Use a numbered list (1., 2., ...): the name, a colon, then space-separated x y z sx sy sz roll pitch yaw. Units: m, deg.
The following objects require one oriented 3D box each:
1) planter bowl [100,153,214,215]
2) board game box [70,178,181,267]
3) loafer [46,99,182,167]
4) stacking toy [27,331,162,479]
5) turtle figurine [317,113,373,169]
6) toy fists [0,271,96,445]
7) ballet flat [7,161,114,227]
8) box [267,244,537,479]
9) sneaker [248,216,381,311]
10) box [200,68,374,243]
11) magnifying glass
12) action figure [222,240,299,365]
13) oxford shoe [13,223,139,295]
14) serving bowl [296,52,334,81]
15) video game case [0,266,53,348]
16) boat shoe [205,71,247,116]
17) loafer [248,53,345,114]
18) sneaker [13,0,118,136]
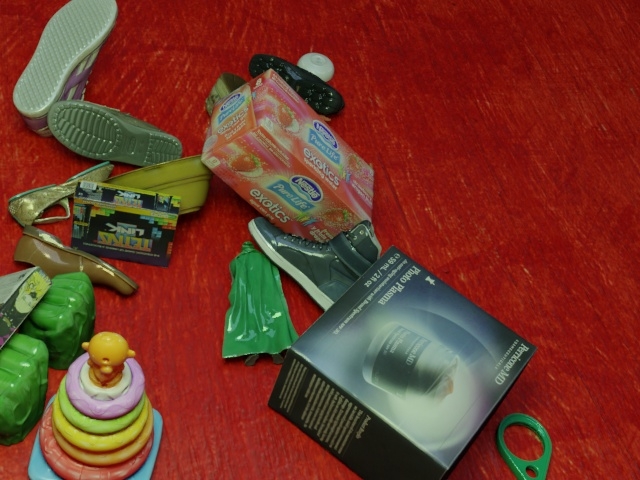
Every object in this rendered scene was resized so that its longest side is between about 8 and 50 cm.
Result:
1. planter bowl: -0.266 -0.083 1.720 0.217 0.217 0.090 -16 92 -28
2. board game box: -0.327 -0.026 1.649 0.170 0.141 0.048 9 47 -9
3. loafer: -0.378 -0.191 1.797 0.251 0.094 0.087 20 11 -29
4. stacking toy: -0.297 0.212 1.342 0.175 0.302 0.166 12 48 -5
5. turtle figurine: -0.023 -0.199 1.890 0.217 0.087 0.269 31 17 -48
6. toy fists: -0.420 0.161 1.459 0.096 0.142 0.279 25 47 5
7. ballet flat: -0.441 -0.074 1.719 0.206 0.073 0.067 -27 89 -31
8. box: 0.131 0.213 1.555 0.294 0.183 0.296 36 50 13
9. sneaker: 0.001 0.000 1.691 0.226 0.163 0.086 42 12 2
10. box: -0.049 -0.130 1.723 0.300 0.142 0.154 42 37 -33
11. magnifying glass: 0.338 0.381 1.578 0.092 0.026 0.231 5 47 -13
12. action figure: -0.108 0.098 1.660 0.137 0.063 0.232 0 54 -14
13. oxford shoe: -0.401 0.051 1.624 0.212 0.076 0.076 23 78 1
14. serving bowl: -0.008 -0.377 2.125 0.083 0.027 0.083 9 47 -10
15. video game case: -0.519 0.136 1.416 0.042 0.232 0.210 55 41 -25
16. boat shoe: -0.142 -0.195 1.901 0.104 0.089 0.285 11 45 -43
17. loafer: -0.050 -0.320 2.042 0.223 0.076 0.078 30 12 18
18. sneaker: -0.463 -0.320 1.835 0.102 0.161 0.282 29 74 11
